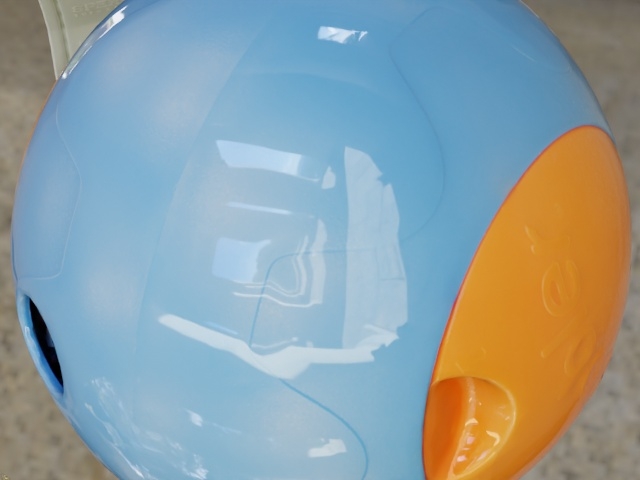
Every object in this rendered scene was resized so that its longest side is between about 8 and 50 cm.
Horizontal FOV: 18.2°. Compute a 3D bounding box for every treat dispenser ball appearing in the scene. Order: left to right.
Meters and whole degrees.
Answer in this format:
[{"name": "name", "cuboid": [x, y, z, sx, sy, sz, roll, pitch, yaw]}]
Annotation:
[{"name": "treat dispenser ball", "cuboid": [0.000, 0.000, 0.929, 0.288, 0.288, 0.288, 11, -90, -78]}]

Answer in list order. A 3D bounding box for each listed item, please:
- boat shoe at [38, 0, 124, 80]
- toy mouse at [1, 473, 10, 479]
[{"name": "boat shoe", "cuboid": [-0.132, -0.188, 1.187, 0.302, 0.114, 0.091, 99, 161, -48]}, {"name": "toy mouse", "cuboid": [-0.185, 0.192, 1.260, 0.143, 0.161, 0.031, -141, 52, -59]}]
